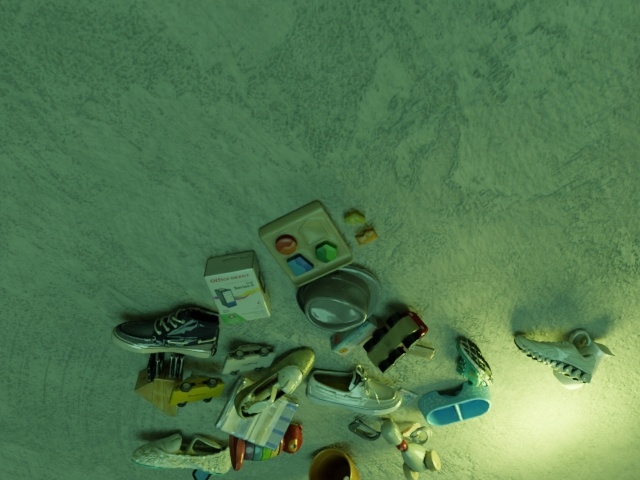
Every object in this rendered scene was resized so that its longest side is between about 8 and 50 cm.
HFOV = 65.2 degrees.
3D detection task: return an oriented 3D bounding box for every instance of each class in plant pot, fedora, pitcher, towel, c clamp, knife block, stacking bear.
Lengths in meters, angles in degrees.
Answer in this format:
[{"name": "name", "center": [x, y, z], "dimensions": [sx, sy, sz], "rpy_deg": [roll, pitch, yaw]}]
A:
[{"name": "plant pot", "center": [0.080, 1.040, 2.206], "dimensions": [0.205, 0.205, 0.188], "rpy_deg": [-26, 141, 14]}, {"name": "fedora", "center": [0.057, 0.204, 1.587], "dimensions": [0.276, 0.124, 0.243], "rpy_deg": [13, 118, -4]}, {"name": "pitcher", "center": [0.965, 0.446, 1.885], "dimensions": [0.178, 0.125, 0.207], "rpy_deg": [38, 106, -5]}, {"name": "towel", "center": [-0.238, 0.664, 1.905], "dimensions": [0.285, 0.034, 0.209], "rpy_deg": [33, 77, -23]}, {"name": "c clamp", "center": [0.193, 0.800, 2.111], "dimensions": [0.161, 0.022, 0.137], "rpy_deg": [40, 125, -21]}, {"name": "knife block", "center": [-0.528, 0.497, 1.798], "dimensions": [0.242, 0.088, 0.275], "rpy_deg": [-27, 124, 15]}, {"name": "stacking bear", "center": [-0.210, 0.807, 2.019], "dimensions": [0.289, 0.164, 0.175], "rpy_deg": [5, 89, -22]}]

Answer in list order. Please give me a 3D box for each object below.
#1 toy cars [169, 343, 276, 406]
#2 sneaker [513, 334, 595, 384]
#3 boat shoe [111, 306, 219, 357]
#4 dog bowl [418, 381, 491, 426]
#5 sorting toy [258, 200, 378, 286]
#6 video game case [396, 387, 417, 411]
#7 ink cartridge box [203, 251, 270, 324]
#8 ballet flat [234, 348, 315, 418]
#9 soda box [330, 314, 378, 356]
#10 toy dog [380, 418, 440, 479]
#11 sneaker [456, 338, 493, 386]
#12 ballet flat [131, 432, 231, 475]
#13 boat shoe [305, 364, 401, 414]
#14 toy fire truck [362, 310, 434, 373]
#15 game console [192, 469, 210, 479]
[{"name": "toy cars", "center": [-0.351, 0.459, 1.764], "dimensions": [0.394, 0.087, 0.176], "rpy_deg": [-30, 140, -3]}, {"name": "sneaker", "center": [0.852, 0.409, 1.823], "dimensions": [0.292, 0.110, 0.118], "rpy_deg": [26, 87, 8]}, {"name": "boat shoe", "center": [-0.491, 0.279, 1.631], "dimensions": [0.341, 0.127, 0.158], "rpy_deg": [11, 119, -22]}, {"name": "dog bowl", "center": [0.550, 0.670, 2.031], "dimensions": [0.298, 0.074, 0.165], "rpy_deg": [-18, 126, 9]}, {"name": "sorting toy", "center": [0.000, 0.000, 1.482], "dimensions": [0.308, 0.041, 0.229], "rpy_deg": [-25, 116, 14]}, {"name": "video game case", "center": [0.324, 0.649, 2.034], "dimensions": [0.087, 0.011, 0.122], "rpy_deg": [26, 120, -22]}, {"name": "ink cartridge box", "center": [-0.255, 0.149, 1.560], "dimensions": [0.155, 0.093, 0.212], "rpy_deg": [-10, 125, 3]}, {"name": "ballet flat", "center": [-0.159, 0.523, 1.789], "dimensions": [0.349, 0.123, 0.123], "rpy_deg": [-35, 123, 4]}, {"name": "soda box", "center": [0.116, 0.326, 1.746], "dimensions": [0.063, 0.058, 0.183], "rpy_deg": [34, 116, -26]}, {"name": "toy dog", "center": [0.383, 0.868, 2.145], "dimensions": [0.220, 0.161, 0.333], "rpy_deg": [-11, 114, 13]}, {"name": "sneaker", "center": [0.561, 0.474, 1.873], "dimensions": [0.110, 0.107, 0.275], "rpy_deg": [-20, 126, 22]}, {"name": "ballet flat", "center": [-0.558, 0.866, 2.065], "dimensions": [0.409, 0.146, 0.146], "rpy_deg": [18, 123, -21]}, {"name": "boat shoe", "center": [0.134, 0.541, 1.875], "dimensions": [0.368, 0.135, 0.156], "rpy_deg": [10, 123, -1]}, {"name": "toy fire truck", "center": [0.309, 0.352, 1.749], "dimensions": [0.247, 0.158, 0.217], "rpy_deg": [-8, 141, -50]}, {"name": "game console", "center": [-0.479, 1.010, 2.188], "dimensions": [0.124, 0.085, 0.143], "rpy_deg": [-8, 127, 1]}]
